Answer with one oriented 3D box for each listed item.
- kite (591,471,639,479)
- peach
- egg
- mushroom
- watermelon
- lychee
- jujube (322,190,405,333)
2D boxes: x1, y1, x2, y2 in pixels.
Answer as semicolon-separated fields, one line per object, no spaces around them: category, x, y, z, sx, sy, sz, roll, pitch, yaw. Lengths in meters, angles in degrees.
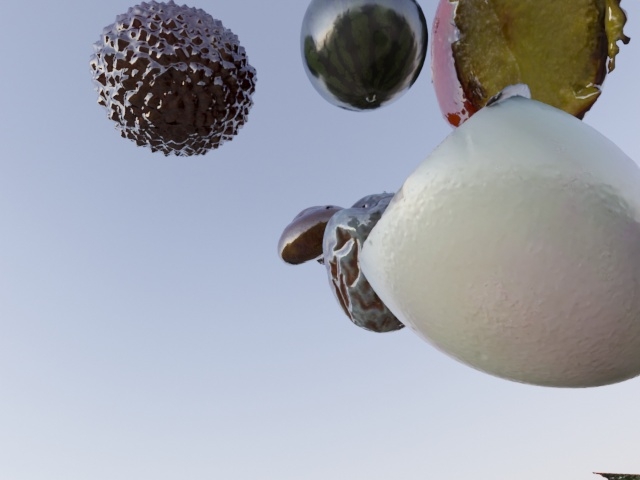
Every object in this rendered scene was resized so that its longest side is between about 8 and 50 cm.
kite;0.511;0.387;0.649;0.189;0.232;0.009;-55;-22;14
peach;0.380;-0.384;0.937;0.339;0.353;0.416;-32;-35;-4
egg;0.281;0.034;0.615;0.355;0.340;0.354;-38;-21;-17
mushroom;0.000;0.000;1.826;0.346;0.345;0.259;-26;-76;19
watermelon;0.069;-0.311;0.746;0.212;0.212;0.212;-5;-40;-4
lychee;-0.251;-0.273;0.803;0.264;0.300;0.264;-21;-55;-34
jujube;0.126;0.060;1.025;0.247;0.215;0.307;-4;-67;34
